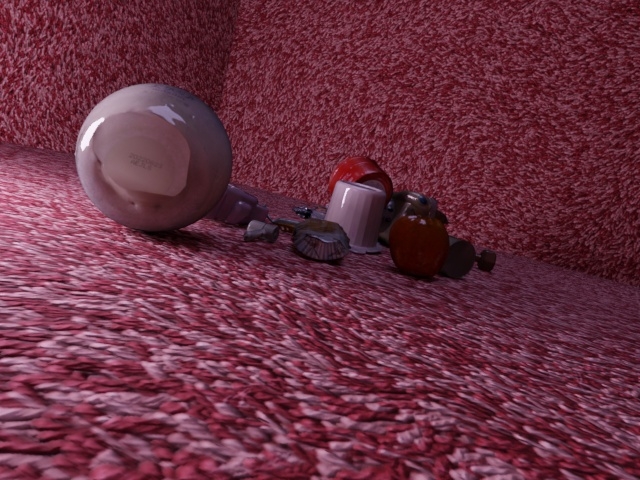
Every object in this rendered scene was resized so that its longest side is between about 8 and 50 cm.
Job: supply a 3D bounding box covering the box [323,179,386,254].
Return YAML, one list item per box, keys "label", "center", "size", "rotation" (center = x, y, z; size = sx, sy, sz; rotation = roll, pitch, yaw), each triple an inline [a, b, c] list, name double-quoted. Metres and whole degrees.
- label: "box"
  center: [0.115, -0.088, 1.546]
  size: [0.263, 0.206, 0.291]
  rotation: [12, 12, -6]

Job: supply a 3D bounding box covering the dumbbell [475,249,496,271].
- label: "dumbbell"
  center: [0.590, 0.060, 1.827]
  size: [0.231, 0.082, 0.092]
  rotation: [15, 9, 7]

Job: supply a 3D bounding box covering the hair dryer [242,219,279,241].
- label: "hair dryer"
  center: [-0.178, -0.020, 1.228]
  size: [0.082, 0.047, 0.137]
  rotation: [15, 15, 19]

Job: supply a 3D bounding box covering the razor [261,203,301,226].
- label: "razor"
  center: [-0.103, -0.066, 1.698]
  size: [0.278, 0.056, 0.111]
  rotation: [20, 7, -7]

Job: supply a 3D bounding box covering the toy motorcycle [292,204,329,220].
- label: "toy motorcycle"
  center: [0.036, -0.084, 1.843]
  size: [0.307, 0.108, 0.173]
  rotation: [20, 4, 29]

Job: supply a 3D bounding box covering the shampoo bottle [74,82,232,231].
- label: "shampoo bottle"
  center: [-0.360, -0.177, 0.997]
  size: [0.323, 0.322, 0.317]
  rotation: [12, 20, -11]

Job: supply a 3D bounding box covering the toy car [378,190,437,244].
- label: "toy car"
  center: [0.283, -0.104, 1.880]
  size: [0.226, 0.242, 0.336]
  rotation: [15, 3, -36]

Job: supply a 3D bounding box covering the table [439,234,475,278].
- label: "table"
  center: [0.388, 0.036, 1.484]
  size: [0.126, 0.126, 0.220]
  rotation: [10, 9, -24]

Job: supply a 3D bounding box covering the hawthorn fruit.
- label: "hawthorn fruit"
  center: [0.281, 0.015, 1.275]
  size: [0.189, 0.189, 0.189]
  rotation: [13, 7, -2]

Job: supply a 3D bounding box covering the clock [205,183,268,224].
- label: "clock"
  center: [-0.342, -0.142, 1.437]
  size: [0.296, 0.113, 0.322]
  rotation: [28, 4, 35]

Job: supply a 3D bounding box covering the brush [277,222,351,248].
- label: "brush"
  center: [-0.032, -0.026, 1.459]
  size: [0.272, 0.013, 0.103]
  rotation: [11, -36, 33]

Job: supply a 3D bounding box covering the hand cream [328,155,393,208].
- label: "hand cream"
  center: [0.157, -0.202, 1.750]
  size: [0.230, 0.230, 0.149]
  rotation: [9, 32, -30]

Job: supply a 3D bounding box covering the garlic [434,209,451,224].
- label: "garlic"
  center: [0.493, -0.042, 2.010]
  size: [0.207, 0.207, 0.256]
  rotation: [11, 15, -16]

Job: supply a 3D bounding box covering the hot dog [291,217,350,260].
- label: "hot dog"
  center: [0.000, 0.000, 1.252]
  size: [0.163, 0.081, 0.270]
  rotation: [8, 14, -2]
